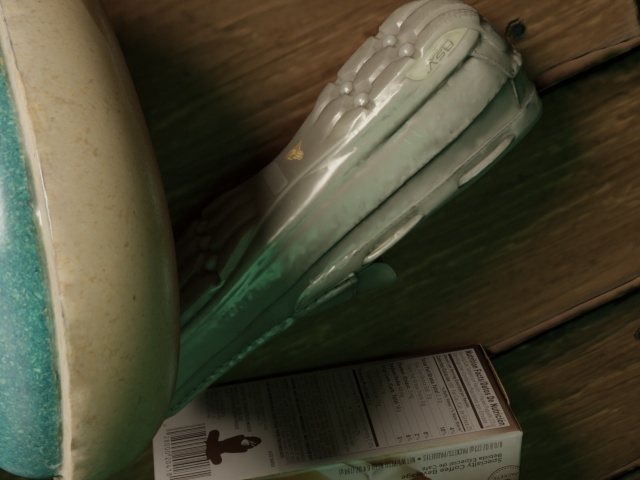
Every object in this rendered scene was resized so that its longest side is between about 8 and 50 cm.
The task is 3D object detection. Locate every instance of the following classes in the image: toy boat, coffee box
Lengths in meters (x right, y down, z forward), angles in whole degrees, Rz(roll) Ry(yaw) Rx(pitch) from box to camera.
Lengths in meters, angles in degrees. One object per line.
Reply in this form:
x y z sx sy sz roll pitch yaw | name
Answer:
-0.176 0.020 0.508 0.148 0.267 0.318 -9 154 -26 | toy boat
0.011 0.175 0.712 0.247 0.098 0.141 -8 124 -7 | coffee box

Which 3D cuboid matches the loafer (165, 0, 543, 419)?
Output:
0.000 0.000 0.591 0.319 0.112 0.111 -44 117 12 | loafer
